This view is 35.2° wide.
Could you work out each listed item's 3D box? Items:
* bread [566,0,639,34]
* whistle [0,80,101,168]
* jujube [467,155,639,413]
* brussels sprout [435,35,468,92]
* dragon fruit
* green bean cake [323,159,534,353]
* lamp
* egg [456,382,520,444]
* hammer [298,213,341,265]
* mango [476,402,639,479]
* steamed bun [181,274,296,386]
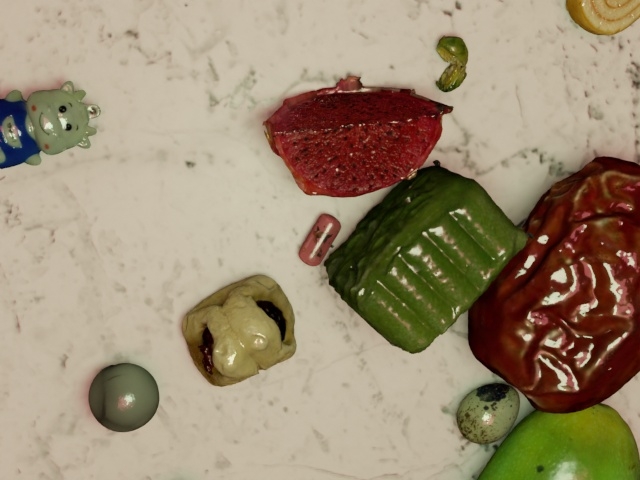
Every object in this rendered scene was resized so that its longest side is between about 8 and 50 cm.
[{"bbox_3d":[0.443,-0.381,1.523,0.149,0.073,0.122,-46,106,3],"label":"bread"},{"bbox_3d":[-0.431,-0.155,1.425,0.244,0.092,0.110,-14,104,-7],"label":"whistle"},{"bbox_3d":[0.389,0.066,1.485,0.276,0.276,0.377,37,94,-11],"label":"jujube"},{"bbox_3d":[0.199,-0.267,1.521,0.051,0.046,0.083,-4,108,-11],"label":"brussels sprout"},{"bbox_3d":[0.048,-0.154,1.481,0.274,0.161,0.126,-9,125,-11],"label":"dragon fruit"},{"bbox_3d":[0.140,0.019,1.444,0.247,0.250,0.156,-45,101,1],"label":"green bean cake"},{"bbox_3d":[-0.290,0.231,1.492,0.105,0.105,0.105,-1,98,-7],"label":"lamp"},{"bbox_3d":[0.264,0.269,1.578,0.110,0.085,0.085,-39,101,-3],"label":"egg"},{"bbox_3d":[0.000,0.000,1.530,0.043,0.043,0.083,29,92,-10],"label":"hammer"},{"bbox_3d":[0.344,0.414,1.546,0.225,0.201,0.382,37,83,-26],"label":"mango"},{"bbox_3d":[-0.113,0.143,1.476,0.172,0.155,0.141,-28,99,-4],"label":"steamed bun"}]
